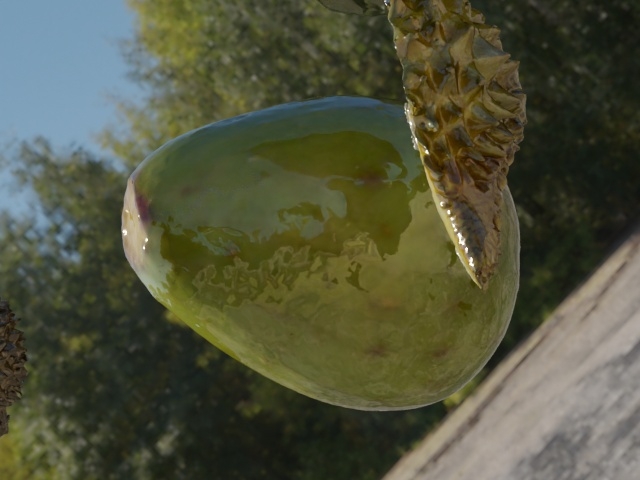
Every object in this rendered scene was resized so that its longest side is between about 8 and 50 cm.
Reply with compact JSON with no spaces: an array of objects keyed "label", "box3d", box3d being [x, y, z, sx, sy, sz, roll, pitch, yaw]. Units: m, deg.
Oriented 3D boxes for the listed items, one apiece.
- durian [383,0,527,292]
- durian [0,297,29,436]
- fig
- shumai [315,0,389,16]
[{"label":"durian","box3d":[0.097,-0.075,0.796,0.078,0.224,0.140,-15,-20,3]},{"label":"durian","box3d":[-0.276,0.073,0.814,0.196,0.196,0.167,-47,-40,-2]},{"label":"fig","box3d":[0.000,0.000,1.030,0.258,0.326,0.258,-166,90,-72]},{"label":"shumai","box3d":[0.013,-0.334,0.817,0.309,0.304,0.263,-11,-19,3]}]
